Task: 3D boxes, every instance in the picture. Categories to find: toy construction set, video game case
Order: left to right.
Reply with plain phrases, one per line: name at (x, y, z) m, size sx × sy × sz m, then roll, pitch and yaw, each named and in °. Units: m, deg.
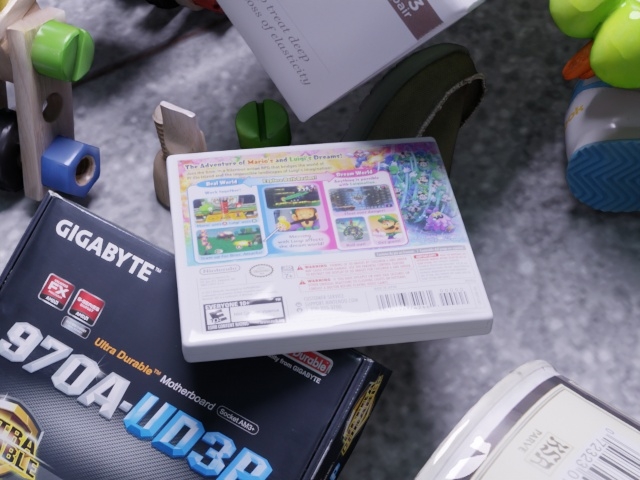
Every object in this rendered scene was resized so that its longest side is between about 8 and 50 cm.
toy construction set at (-0.149, -0.159, 0.769) m, size 0.257 × 0.237 × 0.309 m, roll -33°, pitch 59°, yaw -18°
video game case at (0.000, 0.000, 0.650) m, size 0.157 × 0.019 × 0.143 m, roll -5°, pitch 45°, yaw -7°

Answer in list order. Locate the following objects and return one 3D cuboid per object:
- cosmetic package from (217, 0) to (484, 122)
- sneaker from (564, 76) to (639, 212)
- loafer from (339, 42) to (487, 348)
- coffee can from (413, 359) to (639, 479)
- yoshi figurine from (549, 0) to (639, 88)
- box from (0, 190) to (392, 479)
cosmetic package at (0.080, -0.263, 0.765) m, size 0.385 × 0.156 × 0.217 m, roll -37°, pitch 96°, yaw -40°
sneaker at (0.271, -0.072, 0.769) m, size 0.229 × 0.087 × 0.092 m, roll 4°, pitch 50°, yaw 4°
loafer at (0.041, -0.014, 0.750) m, size 0.087 × 0.094 × 0.251 m, roll 29°, pitch 71°, yaw 16°
coffee can at (0.160, 0.205, 0.510) m, size 0.275 × 0.201 × 0.201 m, roll 31°, pitch 62°, yaw 24°
yoshi figurine at (0.279, -0.193, 0.715) m, size 0.203 × 0.203 × 0.362 m, roll 23°, pitch 37°, yaw 32°
box at (-0.097, 0.097, 0.660) m, size 0.220 × 0.051 × 0.175 m, roll 27°, pitch 85°, yaw 21°
